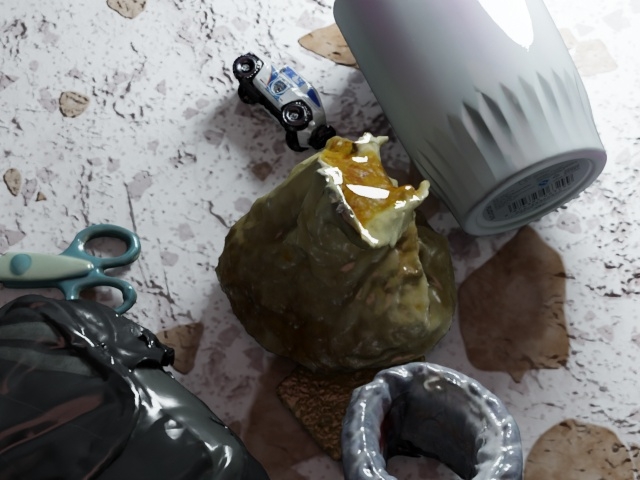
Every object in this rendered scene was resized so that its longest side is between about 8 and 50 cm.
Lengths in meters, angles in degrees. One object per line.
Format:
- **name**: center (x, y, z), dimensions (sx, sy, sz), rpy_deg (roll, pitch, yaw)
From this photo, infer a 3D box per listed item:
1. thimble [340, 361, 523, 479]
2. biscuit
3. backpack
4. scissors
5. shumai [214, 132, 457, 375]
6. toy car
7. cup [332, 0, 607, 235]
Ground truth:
- **thimble**: center (0.120, 0.273, 1.546), dimensions (0.205, 0.172, 0.236), rpy_deg (-26, 50, -22)
- **biscuit**: center (0.068, 0.160, 1.697), dimensions (0.237, 0.026, 0.131), rpy_deg (-39, 70, -13)
- **backpack**: center (-0.262, 0.280, 1.554), dimensions (0.445, 0.255, 0.363), rpy_deg (34, 72, 31)
- **scissors**: center (-0.381, 0.039, 1.772), dimensions (0.289, 0.041, 0.138), rpy_deg (1, 66, 1)
- **shumai**: center (0.000, 0.000, 1.631), dimensions (0.314, 0.262, 0.267), rpy_deg (6, 59, 18)
- **toy car**: center (-0.047, -0.188, 1.821), dimensions (0.070, 0.080, 0.170), rpy_deg (-41, 70, -13)
- **cup**: center (0.196, -0.214, 1.723), dimensions (0.253, 0.253, 0.372), rpy_deg (-23, 69, -6)
